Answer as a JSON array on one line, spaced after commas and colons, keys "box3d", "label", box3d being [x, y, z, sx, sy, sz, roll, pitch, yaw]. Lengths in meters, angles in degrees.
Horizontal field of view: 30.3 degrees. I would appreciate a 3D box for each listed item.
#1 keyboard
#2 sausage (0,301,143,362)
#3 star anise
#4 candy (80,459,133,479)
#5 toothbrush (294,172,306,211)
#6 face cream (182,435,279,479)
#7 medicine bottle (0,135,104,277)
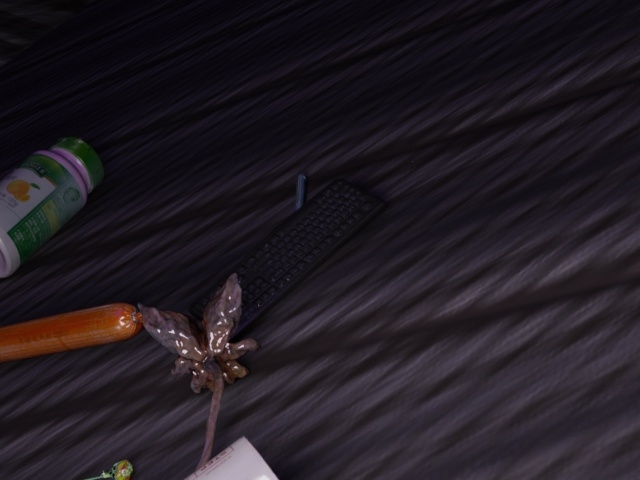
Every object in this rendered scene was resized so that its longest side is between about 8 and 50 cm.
[{"box3d": [-0.002, -0.010, 1.518, 0.381, 0.041, 0.103, -37, 47, -25], "label": "keyboard"}, {"box3d": [-0.372, 0.130, 1.633, 0.348, 0.053, 0.053, -12, 30, 33], "label": "sausage"}, {"box3d": [-0.142, 0.155, 1.253, 0.227, 0.148, 0.218, -109, 38, -76], "label": "star anise"}, {"box3d": [-0.235, 0.256, 1.293, 0.083, 0.025, 0.023, -18, -17, 40], "label": "candy"}, {"box3d": [-0.027, -0.042, 1.639, 0.019, 0.016, 0.219, -23, 25, 11], "label": "toothbrush"}, {"box3d": [-0.126, 0.275, 1.046, 0.214, 0.096, 0.096, -35, 25, -12], "label": "face cream"}, {"box3d": [-0.496, -0.066, 2.047, 0.133, 0.133, 0.274, -6, 33, 41], "label": "medicine bottle"}]
